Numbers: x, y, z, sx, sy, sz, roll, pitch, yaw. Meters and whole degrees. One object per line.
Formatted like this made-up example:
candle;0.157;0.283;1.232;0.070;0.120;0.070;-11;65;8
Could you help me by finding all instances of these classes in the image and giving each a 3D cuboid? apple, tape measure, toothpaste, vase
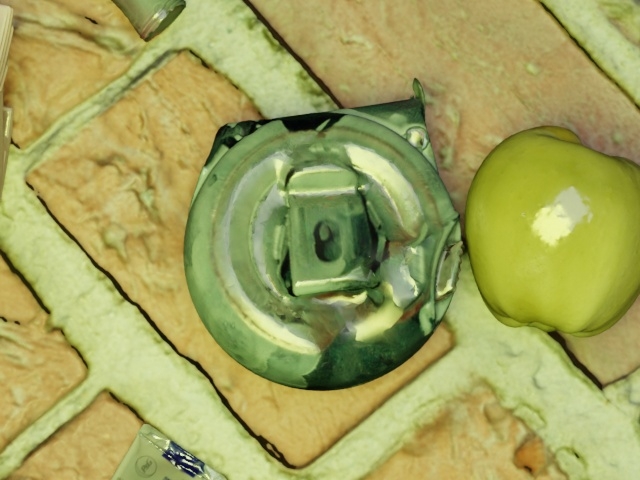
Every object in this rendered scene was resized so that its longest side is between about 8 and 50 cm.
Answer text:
apple;0.222;-0.009;1.516;0.200;0.200;0.200;1;80;-3
tape measure;0.000;0.000;1.520;0.256;0.147;0.275;-8;79;-4
toothpaste;-0.214;0.323;1.492;0.100;0.066;0.323;34;75;8
vase;-0.224;-0.285;1.595;0.214;0.086;0.086;45;80;0

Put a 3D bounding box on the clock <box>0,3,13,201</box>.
clock;-0.339;-0.085;1.453;0.080;0.275;0.290;8;76;2
